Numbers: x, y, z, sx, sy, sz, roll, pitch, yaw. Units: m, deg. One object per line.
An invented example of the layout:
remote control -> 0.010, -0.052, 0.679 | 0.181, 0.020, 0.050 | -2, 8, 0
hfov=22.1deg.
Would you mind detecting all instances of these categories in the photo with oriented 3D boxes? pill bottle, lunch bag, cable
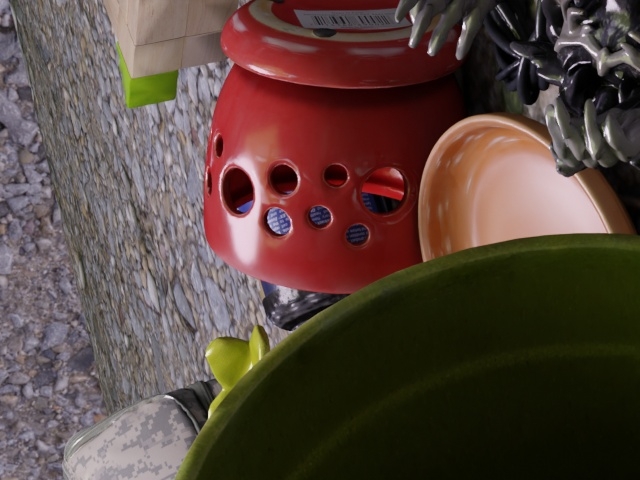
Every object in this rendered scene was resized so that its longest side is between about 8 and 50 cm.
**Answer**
pill bottle -> 0.000, 0.000, 1.345 | 0.123, 0.123, 0.219 | 129, 126, -69
lunch bag -> -0.121, 0.309, 1.745 | 0.212, 0.256, 0.305 | 95, 155, -47
cable -> 0.119, -0.168, 0.963 | 0.184, 0.047, 0.150 | 101, 151, -55

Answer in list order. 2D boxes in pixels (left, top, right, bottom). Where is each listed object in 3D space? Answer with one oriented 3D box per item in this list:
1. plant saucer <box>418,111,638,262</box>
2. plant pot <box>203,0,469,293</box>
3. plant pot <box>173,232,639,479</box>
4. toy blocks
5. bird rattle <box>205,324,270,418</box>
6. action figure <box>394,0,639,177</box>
plant saucer -> 0.134, 0.015, 1.010 | 0.200, 0.037, 0.200 | 38, 138, 43
plant pot -> 0.014, -0.079, 1.139 | 0.191, 0.191, 0.174 | -133, 41, -59
plant pot -> 0.134, 0.250, 0.803 | 0.353, 0.366, 0.366 | 77, 168, -45
toy blocks -> -0.152, -0.339, 1.452 | 0.381, 0.191, 0.261 | 105, 148, -57
bird rattle -> 0.036, 0.159, 1.250 | 0.207, 0.253, 0.143 | -36, 39, 34
action figure -> 0.120, -0.111, 0.778 | 0.164, 0.141, 0.276 | 32, 151, 41
